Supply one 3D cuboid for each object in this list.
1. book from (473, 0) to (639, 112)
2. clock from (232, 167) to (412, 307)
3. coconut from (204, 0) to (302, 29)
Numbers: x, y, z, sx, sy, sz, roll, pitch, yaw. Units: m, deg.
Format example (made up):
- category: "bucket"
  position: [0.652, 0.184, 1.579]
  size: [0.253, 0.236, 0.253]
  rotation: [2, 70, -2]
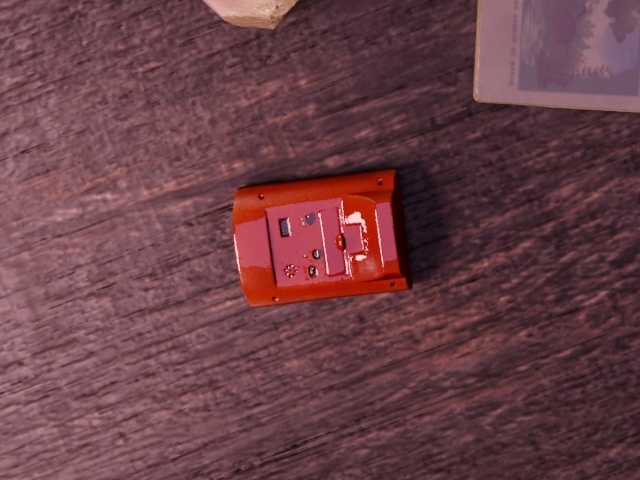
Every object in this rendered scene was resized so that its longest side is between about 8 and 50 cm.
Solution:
- category: "book"
  position: [0.280, -0.217, 1.730]
  size: [0.282, 0.025, 0.215]
  rotation: [2, 97, 5]
- category: "clock"
  position: [0.000, 0.000, 1.760]
  size: [0.155, 0.061, 0.113]
  rotation: [-7, 98, 7]
- category: "coconut"
  position: [-0.061, -0.269, 1.686]
  size: [0.147, 0.147, 0.153]
  rotation: [-43, 96, 8]
